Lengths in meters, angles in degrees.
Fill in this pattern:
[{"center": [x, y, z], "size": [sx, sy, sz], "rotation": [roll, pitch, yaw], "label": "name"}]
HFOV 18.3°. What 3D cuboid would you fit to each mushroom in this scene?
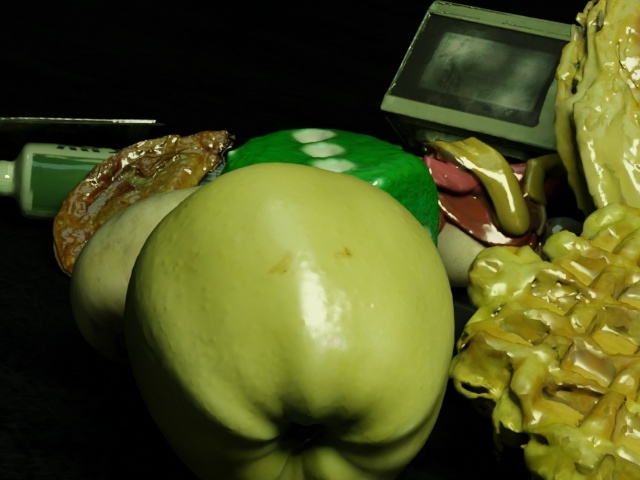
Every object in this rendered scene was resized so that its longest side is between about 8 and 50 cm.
[{"center": [-0.079, 0.034, 1.245], "size": [0.154, 0.122, 0.154], "rotation": [-17, -17, -5], "label": "mushroom"}]

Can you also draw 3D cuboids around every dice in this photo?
[{"center": [0.000, 0.000, 1.353], "size": [0.128, 0.131, 0.120], "rotation": [14, 22, 28], "label": "dice"}]

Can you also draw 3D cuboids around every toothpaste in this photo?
[{"center": [-0.087, -0.036, 1.572], "size": [0.392, 0.061, 0.099], "rotation": [4, 10, -5], "label": "toothpaste"}]

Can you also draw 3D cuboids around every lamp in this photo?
[{"center": [0.131, -0.016, 1.475], "size": [0.253, 0.118, 0.118], "rotation": [4, 16, -9], "label": "lamp"}]

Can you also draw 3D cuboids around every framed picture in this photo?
[{"center": [-0.229, -0.074, 1.611], "size": [0.199, 0.010, 0.195], "rotation": [0, -12, -12], "label": "framed picture"}]

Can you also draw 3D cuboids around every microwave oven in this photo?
[{"center": [0.177, -0.094, 1.637], "size": [0.205, 0.129, 0.163], "rotation": [15, -22, 33], "label": "microwave oven"}]

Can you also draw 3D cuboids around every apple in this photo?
[{"center": [-0.017, 0.051, 1.090], "size": [0.200, 0.200, 0.200], "rotation": [3, 17, -1], "label": "apple"}]

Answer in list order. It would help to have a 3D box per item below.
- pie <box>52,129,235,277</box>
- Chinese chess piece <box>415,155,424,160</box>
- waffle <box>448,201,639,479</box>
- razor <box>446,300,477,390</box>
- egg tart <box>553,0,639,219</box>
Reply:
[{"center": [-0.144, -0.029, 1.500], "size": [0.088, 0.033, 0.191], "rotation": [19, 47, 20], "label": "pie"}, {"center": [0.058, -0.055, 1.599], "size": [0.084, 0.034, 0.084], "rotation": [14, 6, -2], "label": "Chinese chess piece"}, {"center": [0.221, 0.079, 1.136], "size": [0.302, 0.068, 0.325], "rotation": [-5, 32, -19], "label": "waffle"}, {"center": [0.049, 0.071, 1.253], "size": [0.090, 0.054, 0.148], "rotation": [14, 19, 42], "label": "razor"}, {"center": [0.305, -0.053, 1.415], "size": [0.352, 0.352, 0.150], "rotation": [-6, -20, -29], "label": "egg tart"}]
